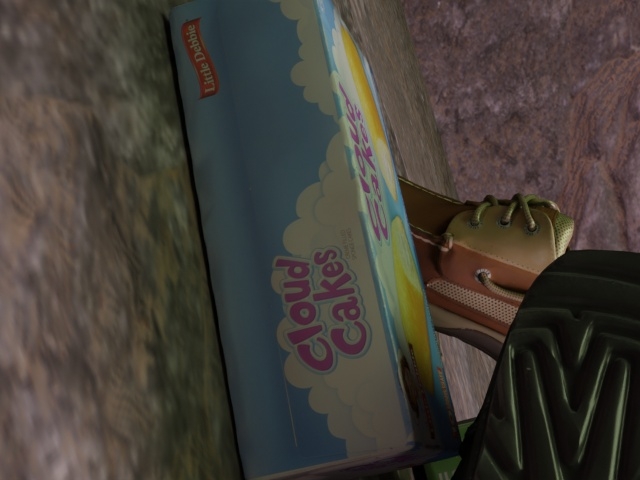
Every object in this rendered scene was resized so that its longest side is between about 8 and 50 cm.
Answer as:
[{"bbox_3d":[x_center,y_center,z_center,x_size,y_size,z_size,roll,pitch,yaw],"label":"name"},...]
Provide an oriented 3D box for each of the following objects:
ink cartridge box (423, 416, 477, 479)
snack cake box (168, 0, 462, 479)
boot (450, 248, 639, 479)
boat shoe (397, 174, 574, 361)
[{"bbox_3d":[0.198,0.341,0.907,0.207,0.119,0.353,34,41,-75],"label":"ink cartridge box"},{"bbox_3d":[0.000,0.000,0.552,0.152,0.089,0.264,41,35,-70],"label":"snack cake box"},{"bbox_3d":[0.104,0.255,0.564,0.367,0.146,0.445,-61,166,-24],"label":"boot"},{"bbox_3d":[0.143,0.019,0.724,0.324,0.120,0.122,34,28,0],"label":"boat shoe"}]
